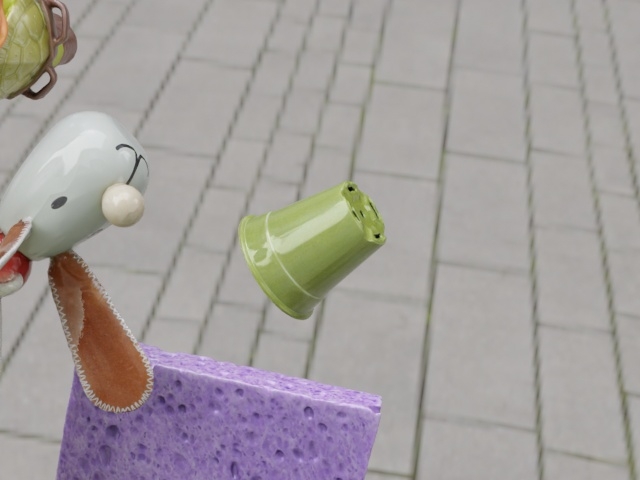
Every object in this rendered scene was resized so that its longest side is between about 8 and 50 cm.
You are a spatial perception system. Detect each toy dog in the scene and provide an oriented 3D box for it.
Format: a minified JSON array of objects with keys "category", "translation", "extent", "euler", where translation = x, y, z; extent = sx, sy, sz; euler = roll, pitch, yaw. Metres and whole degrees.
[{"category":"toy dog","translation":[-0.211,0.085,0.989],"extent":[0.220,0.334,0.161],"euler":[7,23,-45]}]

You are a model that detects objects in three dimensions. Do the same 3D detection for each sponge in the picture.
[{"category":"sponge","translation":[-0.072,0.140,1.114],"extent":[0.210,0.117,0.031],"euler":[13,21,1]}]

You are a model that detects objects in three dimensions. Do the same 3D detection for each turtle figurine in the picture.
[{"category":"turtle figurine","translation":[-0.198,-0.147,1.037],"extent":[0.087,0.270,0.217],"euler":[13,24,7]}]

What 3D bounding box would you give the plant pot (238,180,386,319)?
[{"category":"plant pot","translation":[0.000,0.000,1.114],"extent":[0.079,0.083,0.083],"euler":[-32,14,22]}]
